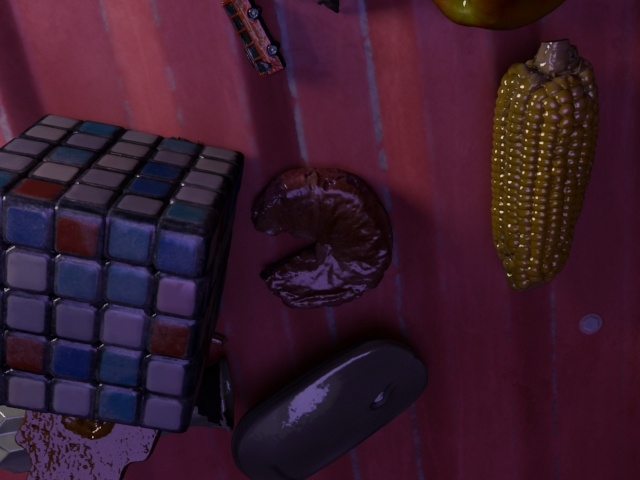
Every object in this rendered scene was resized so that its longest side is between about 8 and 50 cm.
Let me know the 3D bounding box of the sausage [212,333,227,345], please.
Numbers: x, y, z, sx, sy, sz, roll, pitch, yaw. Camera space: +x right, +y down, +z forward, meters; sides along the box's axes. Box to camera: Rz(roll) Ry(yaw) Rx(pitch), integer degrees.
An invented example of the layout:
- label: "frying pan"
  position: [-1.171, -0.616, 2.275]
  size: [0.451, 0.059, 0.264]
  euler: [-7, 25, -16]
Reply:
- label: "sausage"
  position: [-0.190, 0.142, 1.180]
  size: [0.100, 0.015, 0.015]
  euler: [20, 113, -7]

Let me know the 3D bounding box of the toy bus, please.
- label: "toy bus"
  position: [-0.084, -0.264, 0.985]
  size: [0.043, 0.031, 0.110]
  euler: [-23, 110, 14]

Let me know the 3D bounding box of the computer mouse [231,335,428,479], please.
- label: "computer mouse"
  position: [0.015, 0.271, 1.167]
  size: [0.330, 0.095, 0.197]
  euler: [-38, 132, 14]

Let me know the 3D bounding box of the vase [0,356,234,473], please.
- label: "vase"
  position: [-0.316, 0.253, 1.166]
  size: [0.359, 0.165, 0.165]
  euler: [-8, 114, -1]

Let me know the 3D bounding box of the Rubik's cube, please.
- label: "Rubik's cube"
  position: [-0.269, 0.032, 0.983]
  size: [0.291, 0.293, 0.287]
  euler: [9, 115, -4]

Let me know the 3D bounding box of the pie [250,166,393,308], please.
- label: "pie"
  position: [0.000, 0.000, 1.090]
  size: [0.204, 0.054, 0.219]
  euler: [-18, 113, 10]

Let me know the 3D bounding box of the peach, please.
- label: "peach"
  position: [0.216, -0.338, 0.866]
  size: [0.197, 0.197, 0.198]
  euler: [1, 115, 1]

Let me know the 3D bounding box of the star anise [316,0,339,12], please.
- label: "star anise"
  position: [-0.025, -0.361, 0.904]
  size: [0.180, 0.061, 0.205]
  euler: [15, 140, 7]

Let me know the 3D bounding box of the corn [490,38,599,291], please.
- label: "corn"
  position: [0.285, -0.090, 1.002]
  size: [0.130, 0.130, 0.347]
  euler: [-1, 119, 2]

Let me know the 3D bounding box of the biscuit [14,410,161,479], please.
- label: "biscuit"
  position: [-0.331, 0.266, 1.076]
  size: [0.215, 0.034, 0.182]
  euler: [-44, 95, 1]
